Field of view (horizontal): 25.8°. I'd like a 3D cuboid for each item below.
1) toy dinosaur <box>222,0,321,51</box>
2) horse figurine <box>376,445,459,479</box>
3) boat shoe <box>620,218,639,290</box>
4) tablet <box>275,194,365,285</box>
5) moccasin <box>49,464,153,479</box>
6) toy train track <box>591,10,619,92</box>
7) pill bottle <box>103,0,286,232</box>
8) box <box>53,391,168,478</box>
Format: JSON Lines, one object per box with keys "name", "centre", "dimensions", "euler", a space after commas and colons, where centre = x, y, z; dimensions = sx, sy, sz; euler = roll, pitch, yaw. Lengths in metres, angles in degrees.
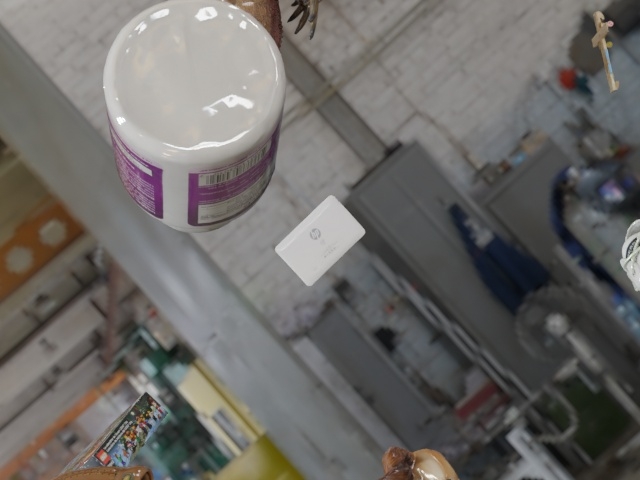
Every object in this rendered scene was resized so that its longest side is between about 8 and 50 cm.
{"name": "toy dinosaur", "centre": [-0.092, -0.289, 1.903], "dimensions": [0.127, 0.200, 0.295], "euler": [-88, 14, -66]}
{"name": "horse figurine", "centre": [0.121, 0.262, 1.245], "dimensions": [0.066, 0.263, 0.174], "euler": [-36, 28, -1]}
{"name": "boat shoe", "centre": [0.342, 0.027, 1.431], "dimensions": [0.083, 0.076, 0.226], "euler": [-57, -3, 10]}
{"name": "tablet", "centre": [0.000, 0.000, 1.420], "dimensions": [0.083, 0.054, 0.006], "euler": [-44, 8, -12]}
{"name": "moccasin", "centre": [-0.202, 0.398, 1.410], "dimensions": [0.147, 0.139, 0.380], "euler": [-14, 43, 5]}
{"name": "toy train track", "centre": [0.289, -0.189, 1.396], "dimensions": [0.014, 0.083, 0.048], "euler": [-8, -11, -8]}
{"name": "pill bottle", "centre": [-0.125, -0.109, 1.398], "dimensions": [0.169, 0.169, 0.301], "euler": [-41, -9, -15]}
{"name": "box", "centre": [-0.305, 0.306, 1.777], "dimensions": [0.233, 0.044, 0.159], "euler": [-43, 4, 29]}
